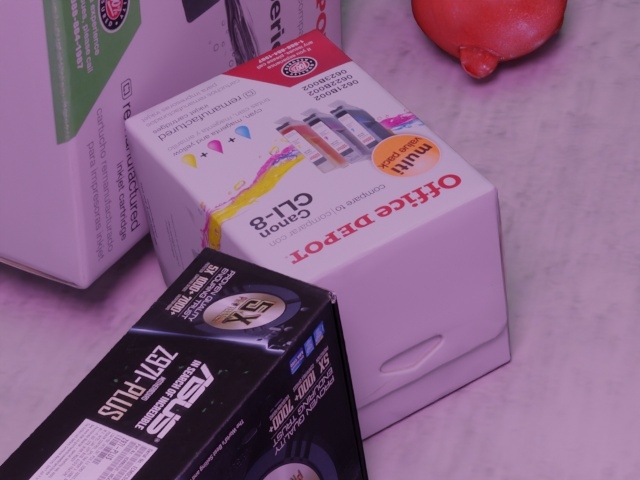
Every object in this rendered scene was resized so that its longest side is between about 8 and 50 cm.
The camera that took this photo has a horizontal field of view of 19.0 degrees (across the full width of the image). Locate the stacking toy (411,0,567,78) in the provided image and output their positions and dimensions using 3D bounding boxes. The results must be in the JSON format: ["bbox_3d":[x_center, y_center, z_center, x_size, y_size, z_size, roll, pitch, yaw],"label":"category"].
[{"bbox_3d":[0.139,-0.223,1.289,0.309,0.130,0.279,-28,19,-23],"label":"stacking toy"}]

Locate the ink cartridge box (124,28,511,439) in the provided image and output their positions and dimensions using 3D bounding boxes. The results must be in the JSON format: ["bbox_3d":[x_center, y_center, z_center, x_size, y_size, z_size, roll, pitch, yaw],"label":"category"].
[{"bbox_3d":[0.000,0.000,1.014,0.128,0.127,0.176,-27,45,-19],"label":"ink cartridge box"}]

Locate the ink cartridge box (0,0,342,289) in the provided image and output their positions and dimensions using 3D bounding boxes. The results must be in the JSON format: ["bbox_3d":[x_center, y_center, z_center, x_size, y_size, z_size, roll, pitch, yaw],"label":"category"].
[{"bbox_3d":[-0.106,-0.144,1.101,0.121,0.211,0.289,18,40,24],"label":"ink cartridge box"}]

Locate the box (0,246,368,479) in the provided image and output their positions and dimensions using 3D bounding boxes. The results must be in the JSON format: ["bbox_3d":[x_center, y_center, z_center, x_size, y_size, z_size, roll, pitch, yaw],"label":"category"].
[{"bbox_3d":[-0.061,0.119,0.880,0.077,0.147,0.180,19,48,28],"label":"box"}]
